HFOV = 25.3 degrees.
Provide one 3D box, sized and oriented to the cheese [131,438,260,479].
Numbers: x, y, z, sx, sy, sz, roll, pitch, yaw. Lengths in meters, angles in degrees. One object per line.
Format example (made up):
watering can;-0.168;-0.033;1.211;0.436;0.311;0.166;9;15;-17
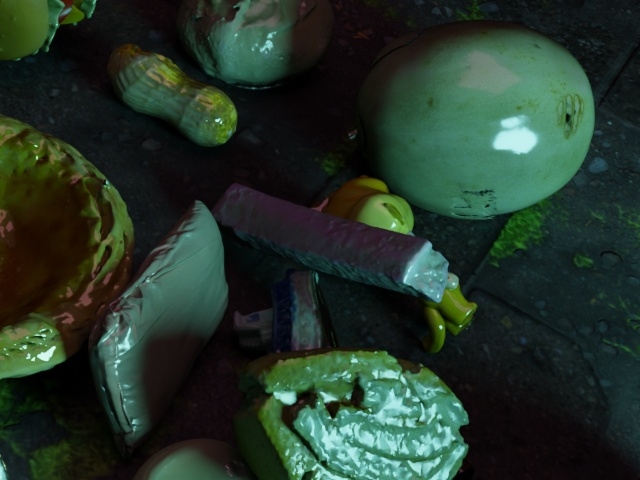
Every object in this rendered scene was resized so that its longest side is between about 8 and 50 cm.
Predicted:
cheese;-0.161;0.289;1.470;0.227;0.064;0.137;-27;57;-37

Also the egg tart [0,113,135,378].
egg tart;-0.401;0.017;1.597;0.387;0.169;0.388;9;46;-10

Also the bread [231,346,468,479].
bread;0.025;0.202;1.500;0.257;0.124;0.186;17;81;-28

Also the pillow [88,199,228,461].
pillow;-0.174;0.097;1.597;0.067;0.173;0.270;3;35;25

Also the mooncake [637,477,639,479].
mooncake;0.437;0.320;1.465;0.324;0.324;0.187;-12;44;-29

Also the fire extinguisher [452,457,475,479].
fire extinguisher;0.118;0.221;1.655;0.064;0.043;0.158;14;32;-53

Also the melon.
melon;0.200;-0.161;1.921;0.330;0.268;0.268;-2;45;-9

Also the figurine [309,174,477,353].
figurine;0.092;0.022;1.790;0.131;0.156;0.246;-40;71;-21

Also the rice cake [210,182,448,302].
rice cake;0.000;0.000;1.726;0.365;0.056;0.073;18;68;39

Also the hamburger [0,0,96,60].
hamburger;-0.441;-0.372;1.922;0.274;0.274;0.212;30;50;12

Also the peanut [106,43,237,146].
peanut;-0.206;-0.197;1.951;0.206;0.087;0.087;32;44;11

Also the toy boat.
toy boat;-0.039;0.131;1.654;0.115;0.114;0.262;-20;41;4

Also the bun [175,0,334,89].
bun;-0.094;-0.336;2.093;0.239;0.141;0.239;8;45;-8

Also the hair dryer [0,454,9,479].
hair dryer;-0.495;0.199;1.420;0.362;0.128;0.203;35;45;28
